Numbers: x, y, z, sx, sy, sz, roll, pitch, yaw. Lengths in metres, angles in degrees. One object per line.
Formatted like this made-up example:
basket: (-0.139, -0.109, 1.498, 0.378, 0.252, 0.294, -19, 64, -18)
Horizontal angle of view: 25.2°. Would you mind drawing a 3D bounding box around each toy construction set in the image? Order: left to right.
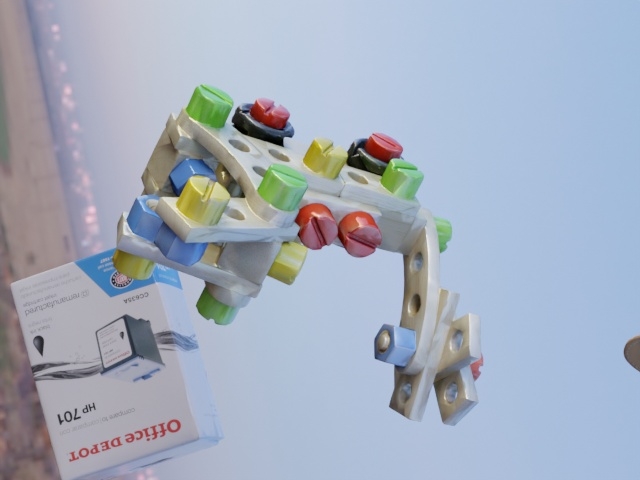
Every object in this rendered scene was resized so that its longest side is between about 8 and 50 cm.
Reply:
toy construction set: (0.000, 0.000, 1.039, 0.327, 0.151, 0.215, 31, 18, -32)

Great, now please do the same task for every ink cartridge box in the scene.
ink cartridge box: (-0.185, 0.111, 1.307, 0.082, 0.139, 0.191, 41, 31, -75)

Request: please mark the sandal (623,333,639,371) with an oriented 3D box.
sandal: (0.468, 0.185, 1.709, 0.079, 0.240, 0.088, -53, 156, -42)
